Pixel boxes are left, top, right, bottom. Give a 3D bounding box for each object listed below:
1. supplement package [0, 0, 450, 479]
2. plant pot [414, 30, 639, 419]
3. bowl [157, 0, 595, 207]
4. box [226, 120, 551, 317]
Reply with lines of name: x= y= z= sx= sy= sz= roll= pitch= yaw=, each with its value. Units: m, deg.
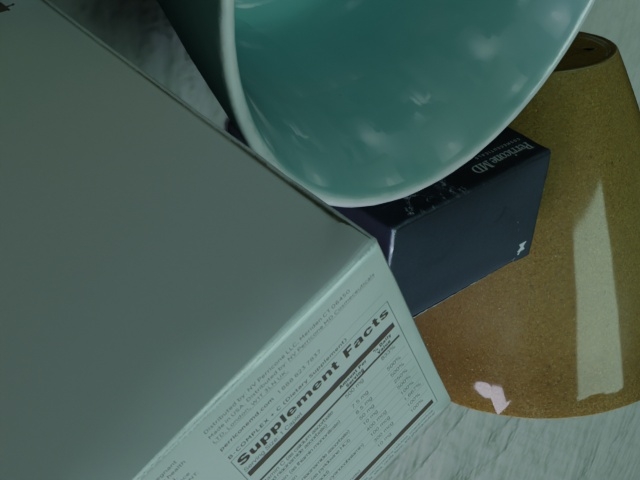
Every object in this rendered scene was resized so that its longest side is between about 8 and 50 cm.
supplement package: x=-0.114 y=0.039 z=0.540 sx=0.204 sy=0.262 sz=0.145 roll=-44 pitch=145 yaw=-12
plant pot: x=0.173 y=-0.029 z=0.932 sx=0.237 sy=0.237 sz=0.254 roll=-25 pitch=123 yaw=-37
bowl: x=0.020 y=-0.189 z=0.634 sx=0.312 sy=0.163 sz=0.311 roll=-30 pitch=139 yaw=-31
box: x=0.043 y=-0.034 z=0.801 sx=0.156 sy=0.158 sz=0.093 roll=-26 pitch=137 yaw=-36
